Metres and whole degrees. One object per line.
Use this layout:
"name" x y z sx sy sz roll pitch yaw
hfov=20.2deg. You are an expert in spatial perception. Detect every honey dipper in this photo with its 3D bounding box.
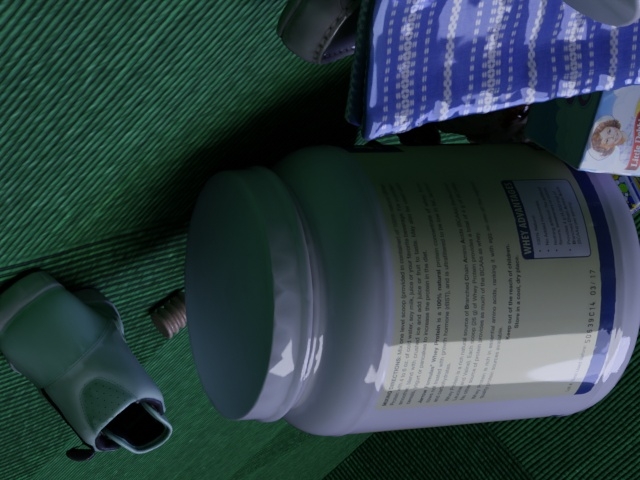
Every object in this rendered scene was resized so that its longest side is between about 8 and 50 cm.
"honey dipper" -0.092 0.034 1.710 0.161 0.030 0.030 -38 169 -22

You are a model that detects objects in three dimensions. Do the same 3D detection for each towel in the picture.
"towel" 0.177 -0.195 1.187 0.336 0.040 0.243 -12 128 -31

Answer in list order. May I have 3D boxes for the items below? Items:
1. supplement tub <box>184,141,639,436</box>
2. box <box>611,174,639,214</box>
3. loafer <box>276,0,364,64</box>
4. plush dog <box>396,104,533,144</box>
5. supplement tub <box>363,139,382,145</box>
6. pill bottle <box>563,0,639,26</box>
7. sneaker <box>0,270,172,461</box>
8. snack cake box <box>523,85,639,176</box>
"supplement tub" 0.073 0.037 1.479 0.325 0.235 0.235 -2 152 -24
"box" 0.312 -0.094 2.137 0.059 0.169 0.054 -35 169 -18
"loafer" 0.105 -0.190 1.233 0.319 0.111 0.112 -32 167 -33
"plush dog" 0.190 -0.140 1.621 0.262 0.210 0.225 -29 158 35
"supplement tub" 0.000 0.000 1.635 0.190 0.117 0.117 -37 169 -9
"pill bottle" 0.230 -0.257 1.060 0.265 0.153 0.153 -43 170 -10
"sneaker" -0.178 0.115 1.425 0.094 0.151 0.256 -41 170 -1
"snack cake box" 0.280 -0.185 1.440 0.152 0.089 0.264 3 112 -29
